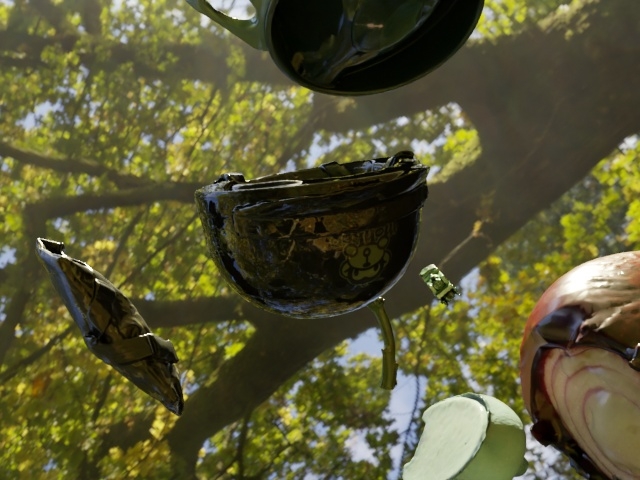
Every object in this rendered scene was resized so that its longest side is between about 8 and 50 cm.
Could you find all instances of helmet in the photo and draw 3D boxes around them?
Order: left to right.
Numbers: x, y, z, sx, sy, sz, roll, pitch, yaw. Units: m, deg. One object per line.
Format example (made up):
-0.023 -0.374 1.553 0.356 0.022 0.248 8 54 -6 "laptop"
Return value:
0.000 0.000 0.852 0.230 0.279 0.160 -10 -78 -22 "helmet"

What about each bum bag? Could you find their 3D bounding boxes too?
-0.226 0.094 0.908 0.248 0.069 0.102 48 179 -9 "bum bag"

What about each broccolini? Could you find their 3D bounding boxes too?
0.041 0.112 1.273 0.123 0.062 0.271 -21 -89 -4 "broccolini"

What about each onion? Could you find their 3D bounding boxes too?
0.418 0.171 0.981 0.341 0.341 0.341 19 -131 -24 "onion"

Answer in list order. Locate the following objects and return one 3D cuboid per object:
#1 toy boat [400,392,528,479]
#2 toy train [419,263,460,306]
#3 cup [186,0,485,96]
0.175 0.253 0.995 0.079 0.207 0.134 34 -116 -10 "toy boat"
0.182 0.069 1.282 0.053 0.033 0.083 49 -176 -9 "toy train"
0.009 -0.451 1.218 0.401 0.310 0.392 12 -129 -36 "cup"
